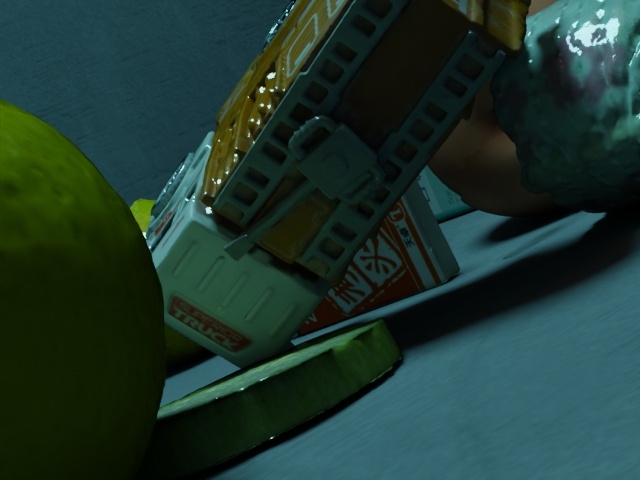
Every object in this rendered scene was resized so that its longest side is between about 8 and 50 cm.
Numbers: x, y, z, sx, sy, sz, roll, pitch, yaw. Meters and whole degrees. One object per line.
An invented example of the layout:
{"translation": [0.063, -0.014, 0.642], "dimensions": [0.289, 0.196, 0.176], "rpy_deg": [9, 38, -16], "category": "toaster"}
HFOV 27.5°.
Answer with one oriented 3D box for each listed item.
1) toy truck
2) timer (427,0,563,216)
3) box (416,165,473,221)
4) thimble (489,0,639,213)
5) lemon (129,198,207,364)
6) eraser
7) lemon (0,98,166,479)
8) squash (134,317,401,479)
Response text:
{"translation": [-0.002, -0.070, 1.041], "dimensions": [0.387, 0.173, 0.207], "rpy_deg": [-53, 11, 26], "category": "toy truck"}
{"translation": [0.203, -0.140, 1.317], "dimensions": [0.229, 0.230, 0.215], "rpy_deg": [-23, 6, 24], "category": "timer"}
{"translation": [0.156, -0.156, 1.722], "dimensions": [0.092, 0.245, 0.153], "rpy_deg": [-25, 4, -41], "category": "box"}
{"translation": [0.246, -0.115, 1.077], "dimensions": [0.149, 0.185, 0.211], "rpy_deg": [-22, 16, 36], "category": "thimble"}
{"translation": [-0.180, 0.048, 1.502], "dimensions": [0.192, 0.192, 0.231], "rpy_deg": [-28, -2, -36], "category": "lemon"}
{"translation": [0.000, 0.000, 1.242], "dimensions": [0.230, 0.157, 0.038], "rpy_deg": [-23, 8, 34], "category": "eraser"}
{"translation": [-0.252, 0.066, 0.766], "dimensions": [0.348, 0.348, 0.348], "rpy_deg": [-25, 4, 2], "category": "lemon"}
{"translation": [-0.045, 0.113, 0.935], "dimensions": [0.219, 0.041, 0.219], "rpy_deg": [-23, -1, 0], "category": "squash"}
